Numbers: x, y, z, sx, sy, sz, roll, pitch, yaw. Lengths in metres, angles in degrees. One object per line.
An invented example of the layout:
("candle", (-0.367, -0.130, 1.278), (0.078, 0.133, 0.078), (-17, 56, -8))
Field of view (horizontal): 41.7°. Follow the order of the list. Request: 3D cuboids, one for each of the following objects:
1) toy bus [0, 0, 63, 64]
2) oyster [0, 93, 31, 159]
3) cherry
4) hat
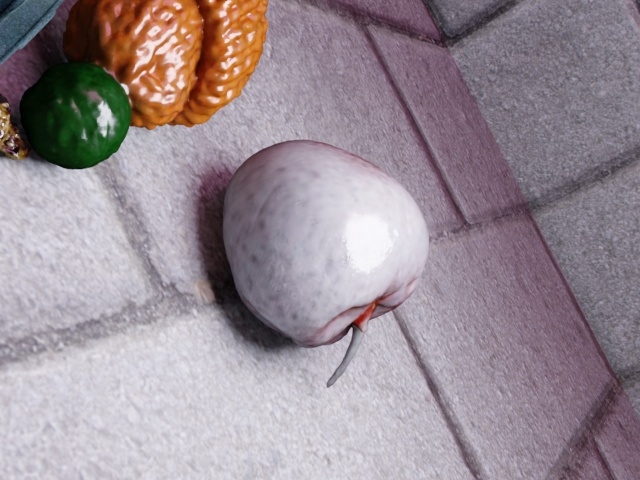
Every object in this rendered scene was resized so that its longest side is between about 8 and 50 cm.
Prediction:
("toy bus", (-0.400, -0.329, 0.978), (0.167, 0.138, 0.275), (42, 10, -37))
("oyster", (-0.450, -0.218, 0.941), (0.345, 0.079, 0.128), (48, 9, -29))
("cherry", (-0.008, 0.005, 1.285), (0.335, 0.291, 0.326), (38, 41, -4))
("hat", (-0.270, -0.270, 1.149), (0.400, 0.285, 0.285), (-39, 99, -47))
